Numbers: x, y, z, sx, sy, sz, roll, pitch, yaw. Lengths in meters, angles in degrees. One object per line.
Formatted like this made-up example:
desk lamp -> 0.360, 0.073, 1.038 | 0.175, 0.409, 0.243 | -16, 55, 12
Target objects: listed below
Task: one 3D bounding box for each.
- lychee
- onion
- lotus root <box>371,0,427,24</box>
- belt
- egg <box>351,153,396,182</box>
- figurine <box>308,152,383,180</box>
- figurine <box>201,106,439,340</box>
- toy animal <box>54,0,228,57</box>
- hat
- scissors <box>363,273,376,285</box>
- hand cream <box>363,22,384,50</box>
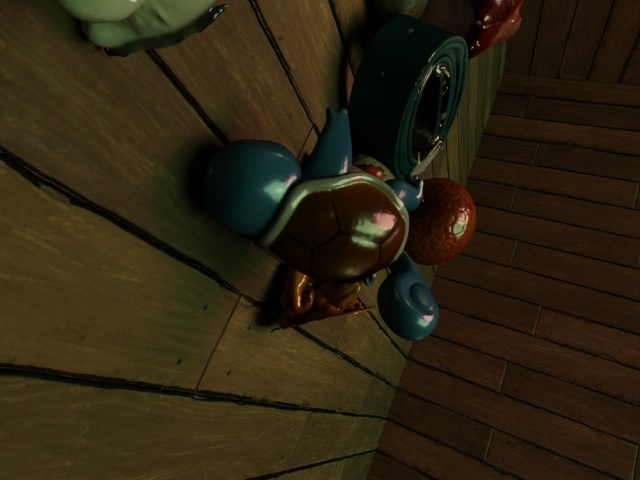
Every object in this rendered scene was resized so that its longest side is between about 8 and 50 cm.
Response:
lychee -> 0.308, -0.057, 1.200 | 0.300, 0.255, 0.255 | 43, 65, -49
onion -> 0.368, -0.641, 1.084 | 0.341, 0.342, 0.341 | -44, 142, -48
lotus root -> 0.182, -0.576, 0.935 | 0.158, 0.140, 0.322 | -59, 154, -31
belt -> 0.211, -0.322, 1.048 | 0.300, 0.173, 0.436 | -49, 154, -10
egg -> 0.110, -0.101, 1.033 | 0.177, 0.177, 0.228 | -51, 132, -41
figurine -> 0.027, -0.081, 0.873 | 0.173, 0.173, 0.173 | -44, 142, -48
figurine -> 0.018, -0.019, 0.693 | 0.298, 0.416, 0.243 | -47, -169, 40
toy animal -> -0.161, -0.291, 0.330 | 0.289, 0.174, 0.248 | -2, 106, -66
hat -> -0.013, 0.063, 0.943 | 0.233, 0.245, 0.233 | 126, -47, -76
scissors -> 0.124, 0.095, 1.339 | 0.289, 0.041, 0.137 | -14, 109, -63
hand cream -> 0.143, -0.442, 1.056 | 0.086, 0.055, 0.235 | -68, 163, -9
